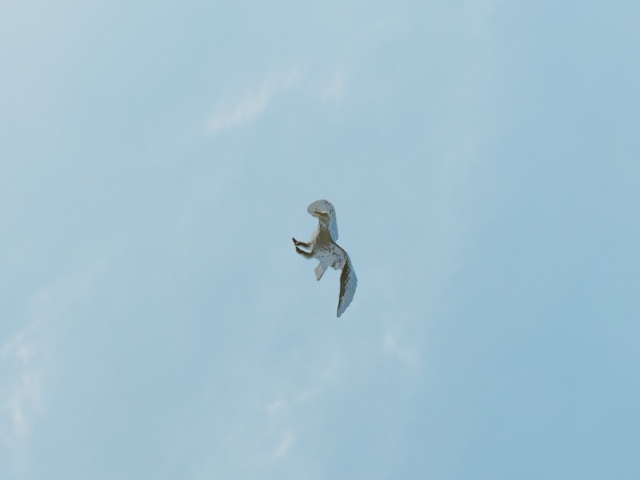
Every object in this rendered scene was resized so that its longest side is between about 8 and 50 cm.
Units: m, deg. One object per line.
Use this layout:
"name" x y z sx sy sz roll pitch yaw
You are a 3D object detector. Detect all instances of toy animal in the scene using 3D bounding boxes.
"toy animal" -0.001 0.001 0.736 0.028 0.050 0.084 -24 -128 8
